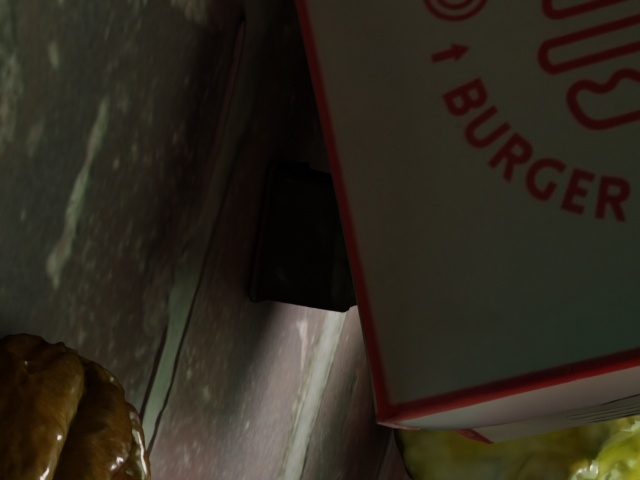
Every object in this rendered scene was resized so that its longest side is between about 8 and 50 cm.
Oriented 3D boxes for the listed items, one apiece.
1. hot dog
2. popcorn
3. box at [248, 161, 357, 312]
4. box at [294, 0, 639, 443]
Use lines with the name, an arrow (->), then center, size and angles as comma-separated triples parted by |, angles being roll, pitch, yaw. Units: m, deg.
hot dog -> -0.128, 0.144, 0.488 | 0.226, 0.099, 0.160 | -63, 156, -26
popcorn -> 0.206, 0.137, 1.104 | 0.292, 0.294, 0.334 | 8, 95, -40
box -> 0.000, 0.000, 0.782 | 0.060, 0.063, 0.084 | -14, 116, -70
box -> 0.177, -0.070, 0.710 | 0.300, 0.315, 0.312 | 42, 35, -70
